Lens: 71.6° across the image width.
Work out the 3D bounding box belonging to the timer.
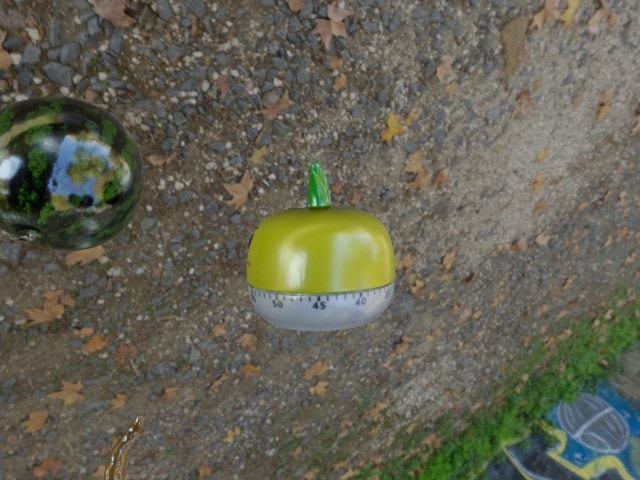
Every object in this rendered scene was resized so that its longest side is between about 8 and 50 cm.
[{"bbox_3d":[0.000,0.000,0.778,0.285,0.285,0.285,-22,137,-23],"label":"timer"}]

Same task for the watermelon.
[{"bbox_3d":[-0.436,-0.110,0.760,0.268,0.269,0.269,-22,137,-23],"label":"watermelon"}]

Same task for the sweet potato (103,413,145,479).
[{"bbox_3d":[-0.348,0.385,0.766,0.044,0.044,0.179,24,78,-48],"label":"sweet potato"}]
